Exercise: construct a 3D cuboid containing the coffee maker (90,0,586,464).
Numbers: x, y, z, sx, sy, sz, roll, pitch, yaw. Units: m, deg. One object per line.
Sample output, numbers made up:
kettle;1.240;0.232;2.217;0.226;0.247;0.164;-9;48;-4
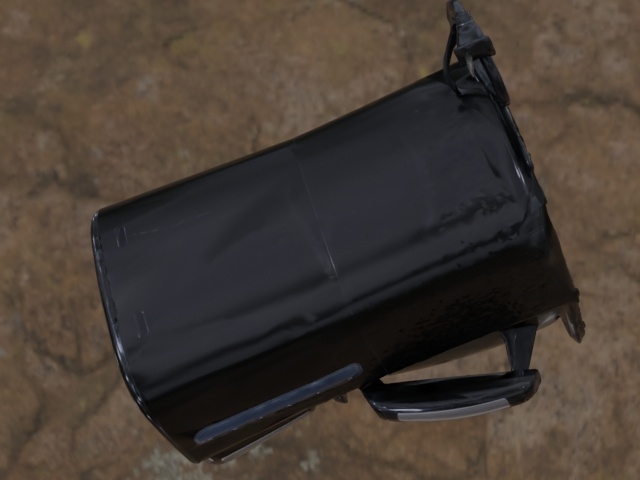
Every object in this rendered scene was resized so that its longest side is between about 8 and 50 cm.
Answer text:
coffee maker;0.000;0.000;0.568;0.178;0.171;0.120;-22;32;5
